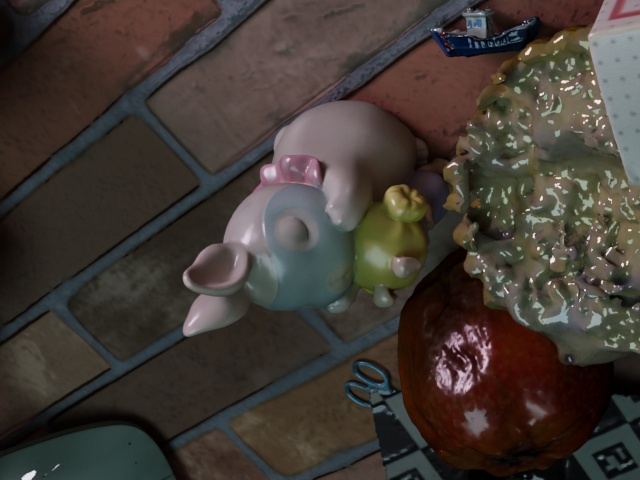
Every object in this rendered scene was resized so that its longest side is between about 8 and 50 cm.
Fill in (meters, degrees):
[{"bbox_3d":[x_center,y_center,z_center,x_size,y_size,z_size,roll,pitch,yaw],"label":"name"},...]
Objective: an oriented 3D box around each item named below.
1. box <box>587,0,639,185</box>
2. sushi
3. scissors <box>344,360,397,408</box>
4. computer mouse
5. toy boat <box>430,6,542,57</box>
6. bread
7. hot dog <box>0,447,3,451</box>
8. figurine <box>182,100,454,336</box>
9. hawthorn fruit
[{"bbox_3d":[0.278,-0.164,0.715,0.210,0.330,0.095,-6,123,30],"label":"box"},{"bbox_3d":[0.207,0.242,1.249,0.292,0.059,0.294,-2,117,13],"label":"sushi"},{"bbox_3d":[0.078,0.152,1.281,0.119,0.014,0.058,26,134,10],"label":"scissors"},{"bbox_3d":[-0.288,0.291,1.470,0.288,0.097,0.159,-16,105,18],"label":"computer mouse"},{"bbox_3d":[0.119,-0.152,1.009,0.083,0.038,0.038,-3,124,27],"label":"toy boat"},{"bbox_3d":[0.226,-0.040,0.959,0.274,0.149,0.274,13,127,18],"label":"bread"},{"bbox_3d":[-0.383,0.283,1.574,0.252,0.069,0.131,45,124,-10],"label":"hot dog"},{"bbox_3d":[0.000,0.000,1.048,0.155,0.235,0.127,27,133,5],"label":"figurine"},{"bbox_3d":[0.141,0.098,1.104,0.179,0.173,0.173,47,144,37],"label":"hawthorn fruit"}]
